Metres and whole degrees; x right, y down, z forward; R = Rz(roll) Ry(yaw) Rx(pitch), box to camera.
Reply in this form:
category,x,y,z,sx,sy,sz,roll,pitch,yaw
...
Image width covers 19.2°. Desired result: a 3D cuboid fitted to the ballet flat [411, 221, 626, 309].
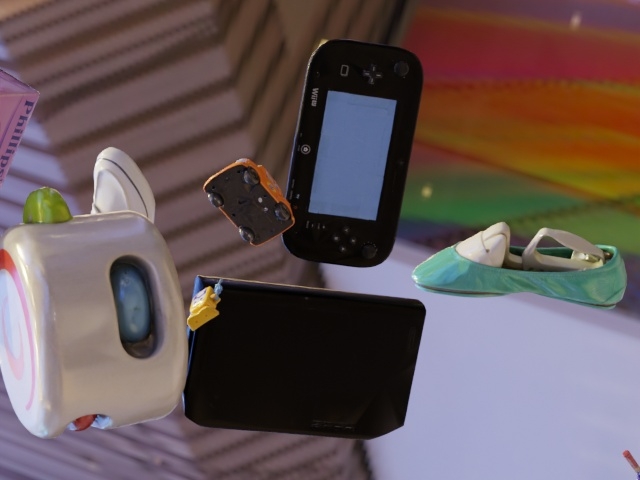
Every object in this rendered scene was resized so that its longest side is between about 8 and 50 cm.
category,x,y,z,sx,sy,sz,roll,pitch,yaw
ballet flat,0.230,0.022,2.165,0.083,0.247,0.087,-88,3,-66

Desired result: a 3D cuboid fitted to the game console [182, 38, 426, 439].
category,x,y,z,sx,sy,sz,roll,pitch,yaw
game console,0.000,0.000,1.679,0.044,0.213,0.361,-142,60,-68

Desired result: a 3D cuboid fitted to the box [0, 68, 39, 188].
category,x,y,z,sx,sy,sz,roll,pitch,yaw
box,-0.409,-0.068,1.776,0.213,0.117,0.243,-65,-19,16

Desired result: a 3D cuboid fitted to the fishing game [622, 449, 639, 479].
category,x,y,z,sx,sy,sz,roll,pitch,yaw
fishing game,0.388,0.361,2.039,0.189,0.041,0.264,47,-163,-57

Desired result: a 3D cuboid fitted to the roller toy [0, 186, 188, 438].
category,x,y,z,sx,sy,sz,roll,pitch,yaw
roller toy,-0.199,0.074,1.658,0.146,0.191,0.209,-8,-52,-22

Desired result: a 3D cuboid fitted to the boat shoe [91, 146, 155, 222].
category,x,y,z,sx,sy,sz,roll,pitch,yaw
boat shoe,-0.268,-0.017,2.528,0.076,0.083,0.226,-49,-38,-36

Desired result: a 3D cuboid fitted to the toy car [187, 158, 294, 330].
category,x,y,z,sx,sy,sz,roll,pitch,yaw
toy car,-0.065,-0.005,1.195,0.122,0.060,0.040,-49,18,29
